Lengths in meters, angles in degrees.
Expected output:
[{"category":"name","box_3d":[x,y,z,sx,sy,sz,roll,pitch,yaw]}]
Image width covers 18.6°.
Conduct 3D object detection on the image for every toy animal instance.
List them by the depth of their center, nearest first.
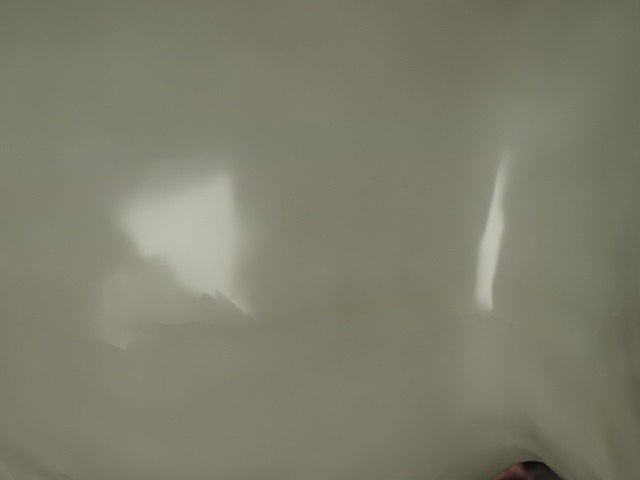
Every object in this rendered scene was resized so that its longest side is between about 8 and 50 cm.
[{"category":"toy animal","box_3d":[0.005,-0.004,0.400,0.368,0.241,0.196,4,113,13]}]
